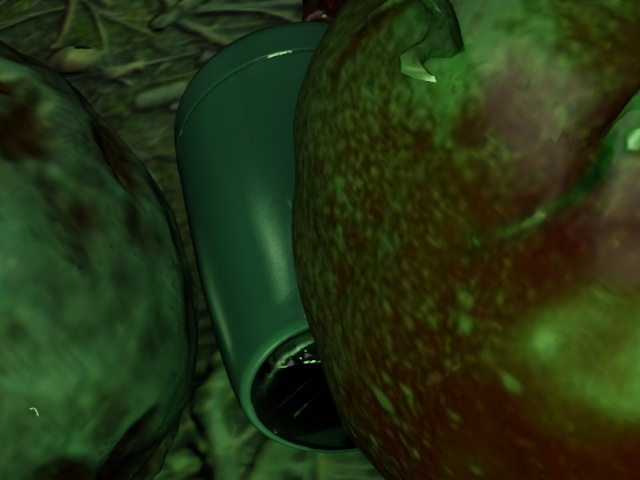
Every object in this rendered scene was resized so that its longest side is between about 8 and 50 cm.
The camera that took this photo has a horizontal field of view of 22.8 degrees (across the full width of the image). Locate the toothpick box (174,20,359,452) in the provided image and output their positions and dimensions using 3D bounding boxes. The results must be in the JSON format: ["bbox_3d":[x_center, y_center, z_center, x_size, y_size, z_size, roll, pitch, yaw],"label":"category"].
[{"bbox_3d":[0.000,0.000,0.711,0.120,0.120,0.184,-17,46,7],"label":"toothpick box"}]

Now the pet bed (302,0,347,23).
[{"bbox_3d":[0.079,-0.139,0.868,0.201,0.053,0.201,-9,41,8],"label":"pet bed"}]

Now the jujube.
[{"bbox_3d":[-0.187,0.024,0.693,0.308,0.215,0.246,23,62,40],"label":"jujube"}]

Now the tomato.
[{"bbox_3d":[0.140,0.010,0.530,0.303,0.239,0.303,3,40,-3],"label":"tomato"}]
